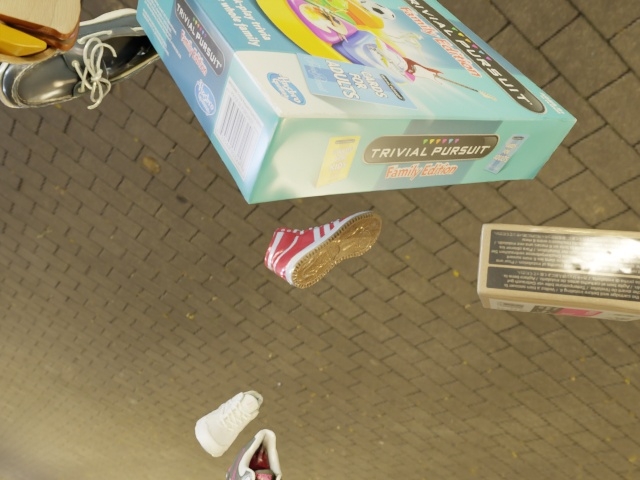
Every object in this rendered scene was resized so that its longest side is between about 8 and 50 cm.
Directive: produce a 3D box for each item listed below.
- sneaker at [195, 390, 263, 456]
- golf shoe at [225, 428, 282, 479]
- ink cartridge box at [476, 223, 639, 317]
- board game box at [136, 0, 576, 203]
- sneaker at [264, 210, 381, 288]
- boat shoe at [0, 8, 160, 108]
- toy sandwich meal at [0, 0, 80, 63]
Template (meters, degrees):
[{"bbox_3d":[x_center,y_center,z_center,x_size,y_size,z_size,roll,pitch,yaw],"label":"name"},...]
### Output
[{"bbox_3d":[-0.199,0.396,1.277,0.115,0.232,0.090,-42,89,14],"label":"sneaker"},{"bbox_3d":[-0.106,0.408,0.834,0.105,0.273,0.120,15,114,-13],"label":"golf shoe"},{"bbox_3d":[0.299,0.046,0.700,0.193,0.088,0.234,5,171,19],"label":"ink cartridge box"},{"bbox_3d":[0.038,-0.159,0.523,0.254,0.335,0.079,56,137,31],"label":"board game box"},{"bbox_3d":[0.000,0.000,0.545,0.067,0.118,0.042,19,132,49],"label":"sneaker"},{"bbox_3d":[-0.315,-0.245,0.781,0.079,0.254,0.095,29,135,21],"label":"boat shoe"},{"bbox_3d":[-0.182,-0.139,0.326,0.085,0.086,0.029,41,135,-20],"label":"toy sandwich meal"}]
